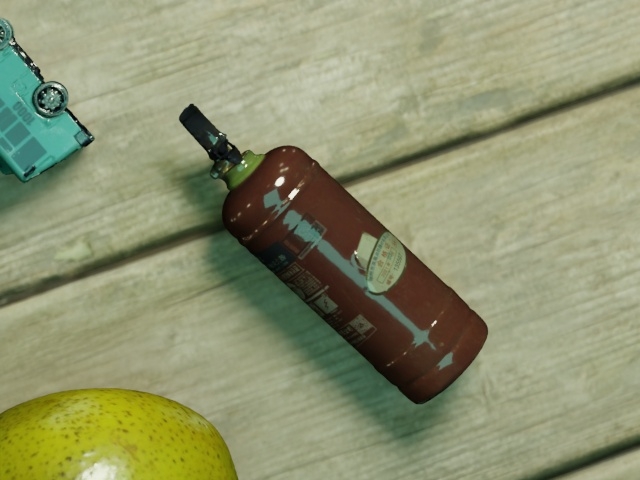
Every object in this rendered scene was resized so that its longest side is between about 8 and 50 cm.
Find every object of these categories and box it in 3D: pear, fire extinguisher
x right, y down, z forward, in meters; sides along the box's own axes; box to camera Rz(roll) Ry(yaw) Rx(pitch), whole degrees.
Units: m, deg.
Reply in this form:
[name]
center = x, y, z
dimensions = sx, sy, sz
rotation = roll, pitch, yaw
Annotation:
[pear]
center = -0.201, 0.258, 1.677
dimensions = 0.294, 0.294, 0.294
rotation = -1, 98, -6
[fire extinguisher]
center = 0.000, 0.000, 1.724
dimensions = 0.344, 0.138, 0.102
rotation = 43, 88, -11

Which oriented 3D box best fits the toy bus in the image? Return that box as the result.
[toy bus]
center = -0.278, -0.127, 1.704
dimensions = 0.092, 0.079, 0.160
rotation = -40, 100, 0
